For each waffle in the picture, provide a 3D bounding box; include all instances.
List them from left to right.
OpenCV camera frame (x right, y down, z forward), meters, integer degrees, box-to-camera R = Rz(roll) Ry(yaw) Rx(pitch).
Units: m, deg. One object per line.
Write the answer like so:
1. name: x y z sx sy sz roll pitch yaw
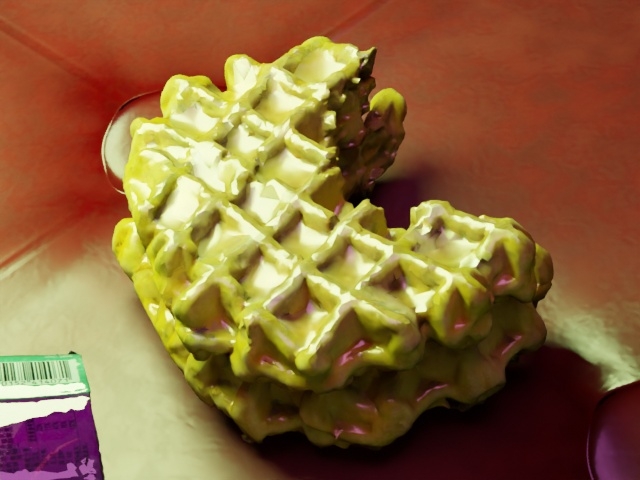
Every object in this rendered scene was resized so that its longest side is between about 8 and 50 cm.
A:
1. waffle: 0.000 0.000 1.124 0.261 0.151 0.324 -27 45 -12

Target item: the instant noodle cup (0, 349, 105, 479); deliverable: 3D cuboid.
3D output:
1. instant noodle cup: -0.219 0.171 0.929 0.190 0.251 0.251 -7 44 -12
